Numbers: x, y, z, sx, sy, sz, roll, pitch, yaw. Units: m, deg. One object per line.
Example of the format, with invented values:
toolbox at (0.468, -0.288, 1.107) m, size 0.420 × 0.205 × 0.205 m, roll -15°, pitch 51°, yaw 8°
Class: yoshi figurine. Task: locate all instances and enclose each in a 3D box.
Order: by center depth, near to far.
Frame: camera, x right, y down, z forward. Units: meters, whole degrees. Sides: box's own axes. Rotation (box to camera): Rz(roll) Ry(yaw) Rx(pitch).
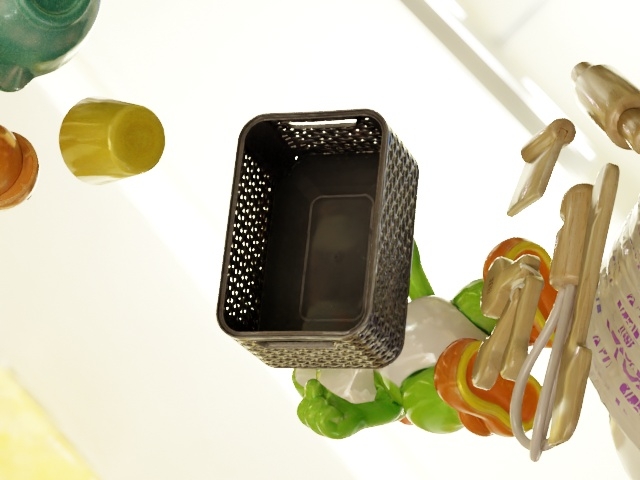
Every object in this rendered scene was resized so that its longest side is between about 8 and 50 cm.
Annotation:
yoshi figurine at (0.053, 0.082, 1.565) m, size 0.203 × 0.362 × 0.203 m, roll -8°, pitch -93°, yaw -31°

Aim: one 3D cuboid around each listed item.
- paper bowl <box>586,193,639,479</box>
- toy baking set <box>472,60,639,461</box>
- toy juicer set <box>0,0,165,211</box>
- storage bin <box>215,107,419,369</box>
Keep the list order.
paper bowl at (0.274, 0.089, 0.963) m, size 0.284 × 0.148 × 0.284 m, roll 19°, pitch -149°, yaw -12°
toy baking set at (0.133, 0.008, 0.919) m, size 0.030 × 0.197 × 0.256 m, roll 15°, pitch -169°, yaw -8°
toy juicer set at (-0.245, -0.177, 1.266) m, size 0.089 × 0.209 × 0.329 m, roll 3°, pitch 111°, yaw 51°
storage bin at (0.000, 0.000, 1.317) m, size 0.084 × 0.122 × 0.180 m, roll 46°, pitch -134°, yaw -61°
